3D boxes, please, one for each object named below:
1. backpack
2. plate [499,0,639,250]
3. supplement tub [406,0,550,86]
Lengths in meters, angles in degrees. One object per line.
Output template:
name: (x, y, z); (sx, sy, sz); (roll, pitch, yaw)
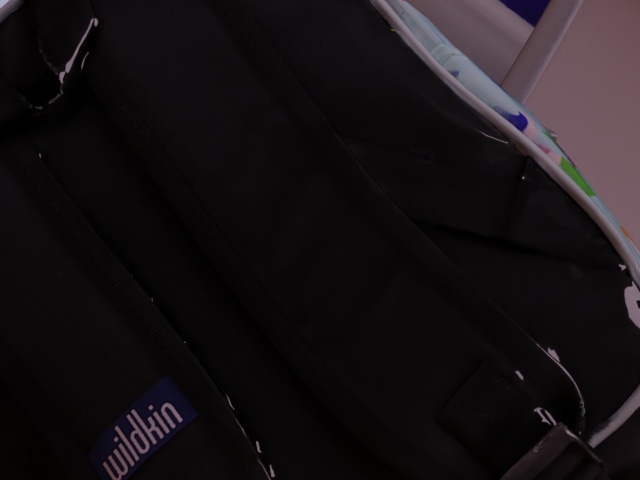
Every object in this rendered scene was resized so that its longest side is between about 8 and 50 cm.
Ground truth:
backpack: (-0.019, 0.027, 0.640); (0.253, 0.225, 0.191); (49, 4, 22)
plate: (0.144, -0.020, 0.890); (0.278, 0.277, 0.045); (13, 23, -46)
supplement tub: (0.153, -0.169, 0.997); (0.241, 0.331, 0.241); (35, 11, -8)
